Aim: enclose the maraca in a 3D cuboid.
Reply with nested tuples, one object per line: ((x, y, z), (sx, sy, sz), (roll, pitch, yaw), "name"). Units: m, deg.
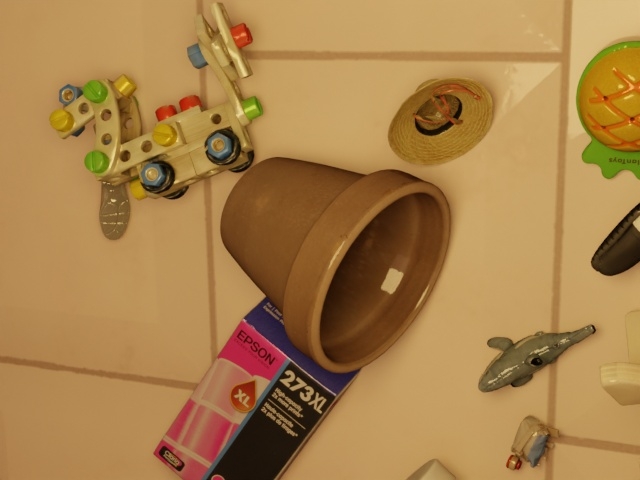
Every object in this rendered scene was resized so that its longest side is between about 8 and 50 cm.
((0.361, -0.147, 1.179), (0.127, 0.099, 0.185), (6, 130, 18), "maraca")

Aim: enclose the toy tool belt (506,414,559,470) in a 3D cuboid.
((0.280, 0.275, 1.338), (0.051, 0.052, 0.083), (24, 112, 25), "toy tool belt")

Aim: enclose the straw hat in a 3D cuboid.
((0.145, -0.167, 1.277), (0.144, 0.144, 0.061), (-39, 45, 26), "straw hat")

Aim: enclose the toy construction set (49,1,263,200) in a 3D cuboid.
((-0.206, -0.177, 1.385), (0.328, 0.151, 0.215), (-25, 78, 26), "toy construction set")

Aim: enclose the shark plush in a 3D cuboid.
((0.279, 0.154, 1.299), (0.161, 0.067, 0.073), (-17, 96, 25), "shark plush")

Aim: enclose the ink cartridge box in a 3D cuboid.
((-0.083, 0.231, 1.475), (0.176, 0.069, 0.371), (38, 112, 10), "ink cartridge box")

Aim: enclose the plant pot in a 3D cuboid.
((0.000, 0.000, 1.299), (0.229, 0.263, 0.263), (32, 114, 32), "plant pot")

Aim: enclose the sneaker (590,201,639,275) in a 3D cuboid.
((0.462, -0.034, 1.146), (0.330, 0.122, 0.146), (-40, 84, 26), "sneaker")

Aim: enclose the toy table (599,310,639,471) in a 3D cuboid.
((0.438, 0.188, 1.157), (0.161, 0.274, 0.252), (-16, 132, 30), "toy table")

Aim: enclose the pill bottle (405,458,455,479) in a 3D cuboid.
((0.215, 0.450, 1.339), (0.318, 0.176, 0.176), (47, 115, 6), "pill bottle")

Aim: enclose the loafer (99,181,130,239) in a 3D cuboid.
((-0.307, -0.065, 1.511), (0.045, 0.039, 0.125), (-2, 108, -11), "loafer")
